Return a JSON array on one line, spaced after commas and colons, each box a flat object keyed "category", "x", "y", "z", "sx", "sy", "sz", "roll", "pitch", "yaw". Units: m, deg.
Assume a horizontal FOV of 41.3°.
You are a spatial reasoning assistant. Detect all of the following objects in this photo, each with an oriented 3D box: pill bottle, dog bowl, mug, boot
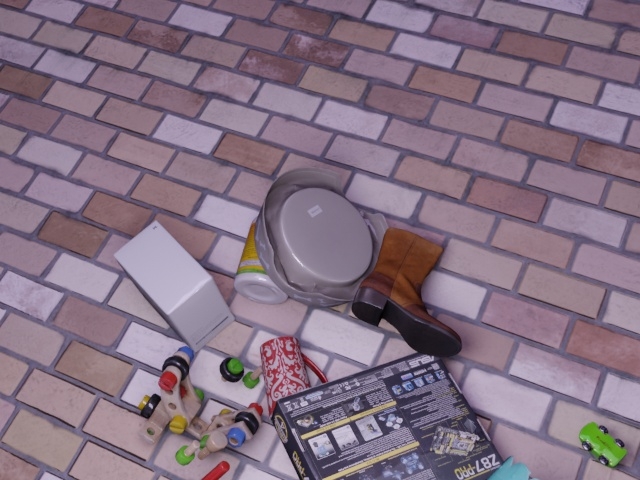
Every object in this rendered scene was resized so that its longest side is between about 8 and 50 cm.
[{"category": "pill bottle", "x": -0.117, "y": 0.020, "z": 2.081, "sx": 0.136, "sy": 0.136, "sz": 0.246, "roll": 7, "pitch": 61, "yaw": 13}, {"category": "dog bowl", "x": 0.000, "y": 0.000, "z": 2.003, "sx": 0.348, "sy": 0.102, "sz": 0.349, "roll": 17, "pitch": 55, "yaw": -25}, {"category": "mug", "x": -0.067, "y": 0.315, "z": 1.922, "sx": 0.113, "sy": 0.150, "sz": 0.169, "roll": -31, "pitch": 59, "yaw": 28}, {"category": "boot", "x": 0.228, "y": 0.114, "z": 1.936, "sx": 0.264, "sy": 0.096, "sz": 0.280, "roll": 21, "pitch": 43, "yaw": 11}]

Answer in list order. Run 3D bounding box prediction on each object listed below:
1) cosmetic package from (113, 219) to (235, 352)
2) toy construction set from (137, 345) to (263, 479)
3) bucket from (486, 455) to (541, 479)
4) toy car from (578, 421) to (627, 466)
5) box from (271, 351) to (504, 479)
[{"category": "cosmetic package", "x": -0.343, "y": 0.111, "z": 2.012, "sx": 0.138, "sy": 0.225, "sz": 0.224, "roll": -40, "pitch": 61, "yaw": -15}, {"category": "toy construction set", "x": -0.282, "y": 0.417, "z": 1.852, "sx": 0.237, "sy": 0.257, "sz": 0.309, "roll": -47, "pitch": 31, "yaw": 31}, {"category": "bucket", "x": 0.382, "y": 0.568, "z": 1.605, "sx": 0.183, "sy": 0.281, "sz": 0.281, "roll": -40, "pitch": 61, "yaw": -9}, {"category": "toy car", "x": 0.629, "y": 0.466, "z": 1.745, "sx": 0.239, "sy": 0.053, "sz": 0.225, "roll": -39, "pitch": 61, "yaw": -15}, {"category": "box", "x": 0.141, "y": 0.417, "z": 1.755, "sx": 0.394, "sy": 0.097, "sz": 0.318, "roll": -15, "pitch": 54, "yaw": -25}]
